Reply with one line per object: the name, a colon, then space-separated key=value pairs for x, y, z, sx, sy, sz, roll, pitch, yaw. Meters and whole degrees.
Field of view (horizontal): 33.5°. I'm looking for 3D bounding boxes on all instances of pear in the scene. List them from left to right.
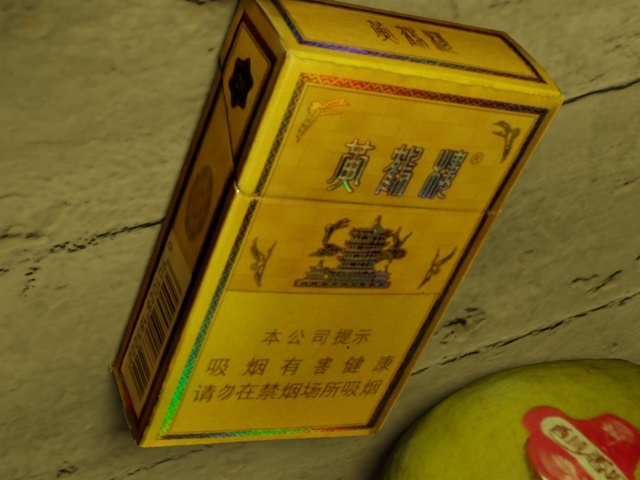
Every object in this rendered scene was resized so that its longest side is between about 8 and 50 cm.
pear: x=0.207 y=0.231 z=0.897 sx=0.375 sy=0.287 sz=0.287 roll=-34 pitch=147 yaw=-42

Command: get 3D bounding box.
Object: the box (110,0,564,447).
box: x=0.000 y=0.000 z=0.687 sx=0.193 sy=0.084 sz=0.301 roll=3 pitch=128 yaw=-31
